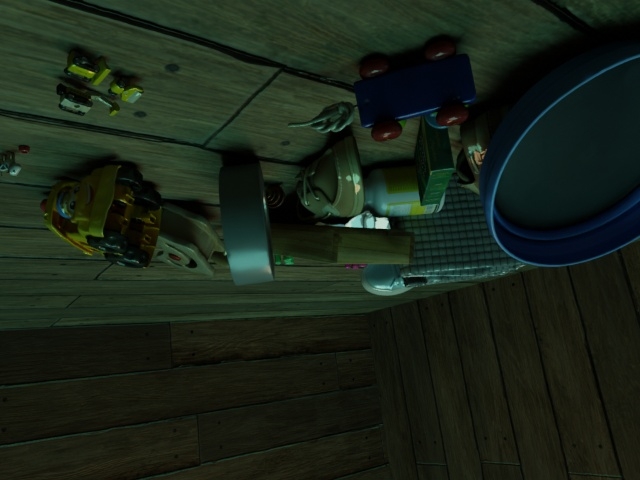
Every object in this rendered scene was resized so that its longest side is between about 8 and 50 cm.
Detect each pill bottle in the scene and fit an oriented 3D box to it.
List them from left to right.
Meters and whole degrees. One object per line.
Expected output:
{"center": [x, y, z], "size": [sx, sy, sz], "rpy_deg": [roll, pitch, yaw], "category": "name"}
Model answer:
{"center": [0.153, -0.100, 1.054], "size": [0.184, 0.103, 0.103], "rpy_deg": [-5, 165, -7], "category": "pill bottle"}

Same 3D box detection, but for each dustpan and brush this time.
{"center": [0.119, -0.055, 1.250], "size": [0.147, 0.060, 0.211], "rpy_deg": [1, 132, 7], "category": "dustpan and brush"}

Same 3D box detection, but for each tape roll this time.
{"center": [-0.132, -0.030, 0.945], "size": [0.072, 0.219, 0.219], "rpy_deg": [-6, 165, -3], "category": "tape roll"}

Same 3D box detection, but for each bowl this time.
{"center": [0.436, -0.124, 0.813], "size": [0.390, 0.077, 0.391], "rpy_deg": [-8, 132, -9], "category": "bowl"}

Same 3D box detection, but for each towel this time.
{"center": [0.293, -0.022, 1.166], "size": [0.283, 0.235, 0.121], "rpy_deg": [-6, 166, -8], "category": "towel"}

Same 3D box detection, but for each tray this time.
{"center": [0.000, 0.000, 1.171], "size": [0.202, 0.076, 0.410], "rpy_deg": [2, -179, -32], "category": "tray"}

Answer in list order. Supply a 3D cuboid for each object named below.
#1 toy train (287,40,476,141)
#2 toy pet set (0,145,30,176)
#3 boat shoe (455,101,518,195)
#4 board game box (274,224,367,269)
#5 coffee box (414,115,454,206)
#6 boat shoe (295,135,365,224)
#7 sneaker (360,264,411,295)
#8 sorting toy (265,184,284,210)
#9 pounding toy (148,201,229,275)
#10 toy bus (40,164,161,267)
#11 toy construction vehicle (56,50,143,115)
{"center": [0.088, -0.186, 0.735], "size": [0.247, 0.105, 0.143], "rpy_deg": [-11, 178, 13], "category": "toy train"}
{"center": [-0.515, -0.111, 0.752], "size": [0.114, 0.065, 0.122], "rpy_deg": [-14, 163, 24], "category": "toy pet set"}
{"center": [0.311, -0.146, 0.963], "size": [0.116, 0.123, 0.324], "rpy_deg": [-8, 156, 15], "category": "boat shoe"}
{"center": [0.113, 0.016, 1.573], "size": [0.389, 0.051, 0.389], "rpy_deg": [6, 160, -43], "category": "board game box"}
{"center": [0.197, -0.141, 0.910], "size": [0.040, 0.113, 0.184], "rpy_deg": [-6, 167, 4], "category": "coffee box"}
{"center": [0.010, -0.092, 0.976], "size": [0.110, 0.122, 0.341], "rpy_deg": [-7, 166, -7], "category": "boat shoe"}
{"center": [0.291, 0.046, 1.465], "size": [0.365, 0.135, 0.150], "rpy_deg": [-18, 155, -11], "category": "sneaker"}
{"center": [-0.123, -0.082, 1.068], "size": [0.102, 0.061, 0.042], "rpy_deg": [-39, 154, 19], "category": "sorting toy"}
{"center": [-0.296, -0.018, 1.190], "size": [0.154, 0.155, 0.270], "rpy_deg": [15, 158, 14], "category": "pounding toy"}
{"center": [-0.418, -0.049, 0.932], "size": [0.211, 0.150, 0.220], "rpy_deg": [8, 163, 3], "category": "toy bus"}
{"center": [-0.280, -0.193, 0.638], "size": [0.085, 0.035, 0.098], "rpy_deg": [-31, 157, 32], "category": "toy construction vehicle"}
